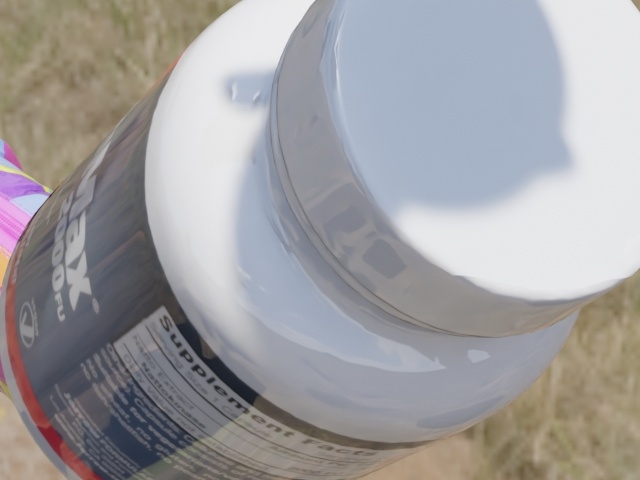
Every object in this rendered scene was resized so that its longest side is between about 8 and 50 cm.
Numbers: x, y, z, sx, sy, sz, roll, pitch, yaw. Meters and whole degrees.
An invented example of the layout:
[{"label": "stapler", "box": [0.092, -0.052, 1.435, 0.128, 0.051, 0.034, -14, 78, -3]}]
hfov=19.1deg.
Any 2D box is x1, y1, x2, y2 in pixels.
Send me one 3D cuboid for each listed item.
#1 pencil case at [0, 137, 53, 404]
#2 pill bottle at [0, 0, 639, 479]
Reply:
[{"label": "pencil case", "box": [-0.110, 0.030, 0.834, 0.104, 0.104, 0.236, -26, 37, -33]}, {"label": "pill bottle", "box": [0.000, 0.000, 0.442, 0.108, 0.180, 0.108, 9, 68, -24]}]
